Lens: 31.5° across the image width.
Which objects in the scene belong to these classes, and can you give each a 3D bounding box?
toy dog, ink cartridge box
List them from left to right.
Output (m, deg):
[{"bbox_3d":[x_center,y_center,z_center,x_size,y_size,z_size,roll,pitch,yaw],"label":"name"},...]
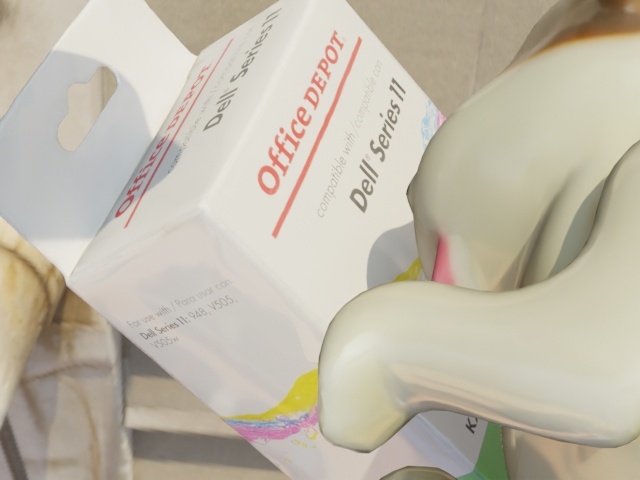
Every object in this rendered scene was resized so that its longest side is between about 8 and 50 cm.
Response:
[{"bbox_3d":[0.000,0.000,0.651,0.119,0.207,0.353,-24,122,39],"label":"ink cartridge box"},{"bbox_3d":[0.182,0.043,0.415,0.395,0.408,0.284,-27,135,-1],"label":"toy dog"}]
